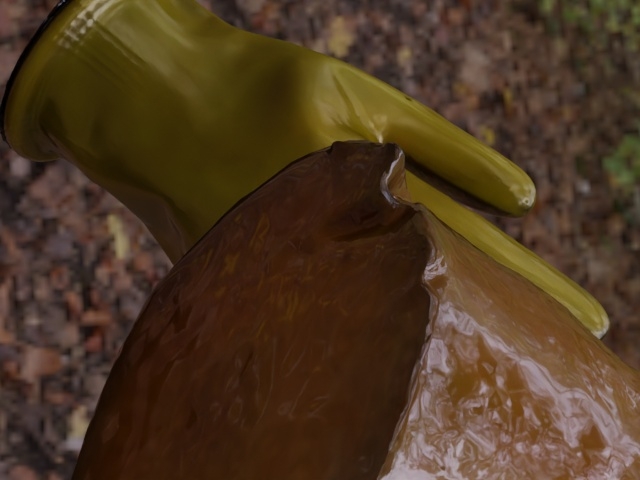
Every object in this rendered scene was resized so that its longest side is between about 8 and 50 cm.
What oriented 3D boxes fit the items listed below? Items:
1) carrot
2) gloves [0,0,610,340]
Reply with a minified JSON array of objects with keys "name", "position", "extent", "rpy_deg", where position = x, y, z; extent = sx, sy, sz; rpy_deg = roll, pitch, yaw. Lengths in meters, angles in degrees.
[{"name":"carrot","position":[0.064,0.107,0.608],"extent":[0.254,0.196,0.196],"rpy_deg":[30,59,-25]},{"name":"gloves","position":[-0.001,0.001,0.810],"extent":[0.116,0.294,0.133],"rpy_deg":[-29,154,-52]}]
